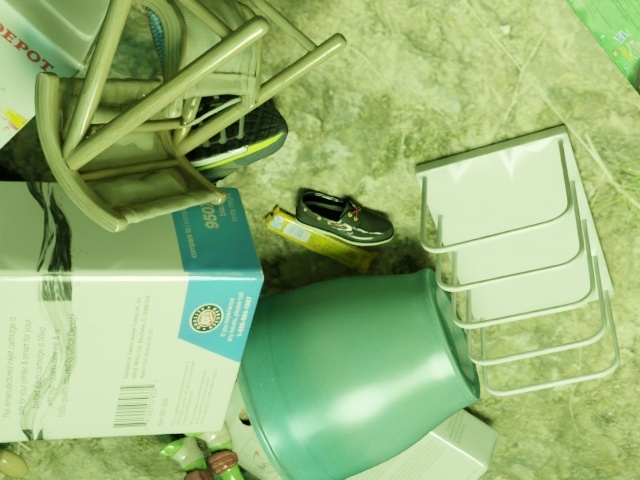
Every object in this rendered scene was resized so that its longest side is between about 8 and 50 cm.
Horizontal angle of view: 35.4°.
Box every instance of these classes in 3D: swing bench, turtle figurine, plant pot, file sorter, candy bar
[{"bbox_3d":[-0.140,-0.160,1.019,0.165,0.253,0.255,42,107,7],"label":"swing bench"},{"bbox_3d":[-0.172,0.425,1.542,0.274,0.266,0.198,-26,164,-16],"label":"turtle figurine"},{"bbox_3d":[0.061,0.164,1.304,0.255,0.272,0.272,-21,124,15],"label":"plant pot"},{"bbox_3d":[0.251,0.038,1.253,0.192,0.173,0.278,-14,127,18],"label":"file sorter"},{"bbox_3d":[0.000,0.000,1.350,0.161,0.018,0.040,25,124,-13],"label":"candy bar"}]

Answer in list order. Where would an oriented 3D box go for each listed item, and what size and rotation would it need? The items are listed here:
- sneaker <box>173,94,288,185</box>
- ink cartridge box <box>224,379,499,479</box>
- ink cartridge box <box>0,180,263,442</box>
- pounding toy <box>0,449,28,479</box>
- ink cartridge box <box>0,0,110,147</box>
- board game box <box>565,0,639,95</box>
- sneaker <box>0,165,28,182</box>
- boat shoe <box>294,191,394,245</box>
[{"bbox_3d":[-0.168,-0.089,1.257,0.299,0.111,0.121,-19,143,21],"label":"sneaker"},{"bbox_3d":[0.038,0.313,1.586,0.385,0.091,0.308,34,128,1],"label":"ink cartridge box"},{"bbox_3d":[-0.295,0.086,1.169,0.394,0.166,0.286,1,132,-20],"label":"ink cartridge box"},{"bbox_3d":[-0.627,0.359,1.629,0.269,0.155,0.154,-12,131,16],"label":"pounding toy"},{"bbox_3d":[-0.385,-0.225,1.092,0.270,0.197,0.198,-34,118,30],"label":"ink cartridge box"},{"bbox_3d":[0.400,-0.220,1.117,0.136,0.030,0.259,-30,120,30],"label":"board game box"},{"bbox_3d":[-0.575,-0.055,1.301,0.410,0.158,0.182,29,139,-12],"label":"sneaker"},{"bbox_3d":[0.033,-0.028,1.302,0.132,0.049,0.042,15,138,0],"label":"boat shoe"}]
